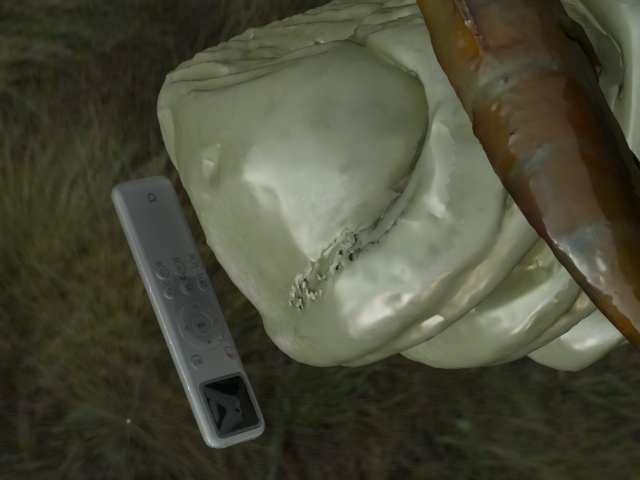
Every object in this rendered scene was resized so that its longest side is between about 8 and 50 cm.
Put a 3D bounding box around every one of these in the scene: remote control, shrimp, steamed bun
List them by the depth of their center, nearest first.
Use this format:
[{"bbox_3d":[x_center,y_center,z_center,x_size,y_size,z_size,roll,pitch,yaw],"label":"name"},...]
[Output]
[{"bbox_3d":[0.070,-0.036,0.473,0.034,0.124,0.178,-41,58,24],"label":"shrimp"},{"bbox_3d":[0.102,-0.041,1.066,0.339,0.352,0.247,-10,108,25],"label":"steamed bun"},{"bbox_3d":[-0.118,0.062,1.693,0.067,0.029,0.261,-13,76,-41],"label":"remote control"}]
